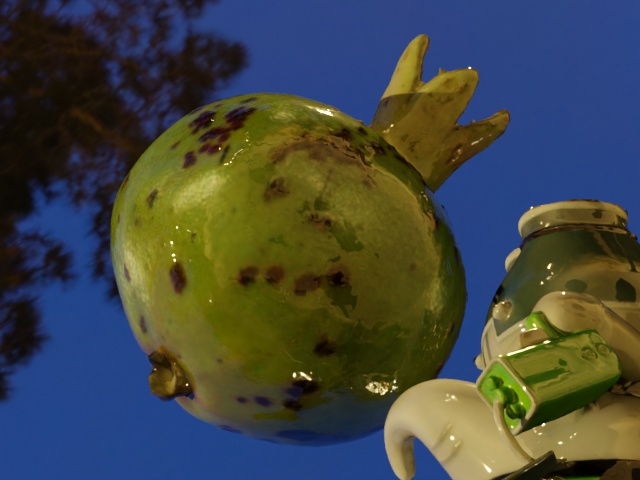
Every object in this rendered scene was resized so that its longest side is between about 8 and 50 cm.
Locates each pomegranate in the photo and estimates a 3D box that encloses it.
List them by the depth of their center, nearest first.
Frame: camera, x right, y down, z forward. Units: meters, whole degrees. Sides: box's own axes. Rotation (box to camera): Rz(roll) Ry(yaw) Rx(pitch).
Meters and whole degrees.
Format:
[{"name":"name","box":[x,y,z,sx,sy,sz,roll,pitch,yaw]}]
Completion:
[{"name":"pomegranate","box":[0.000,0.000,0.833,0.263,0.211,0.211,-42,-81,-19]}]

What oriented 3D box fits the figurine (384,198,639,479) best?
[{"name":"figurine","box":[0.093,0.080,0.505,0.126,0.147,0.192,4,-122,-14]}]
